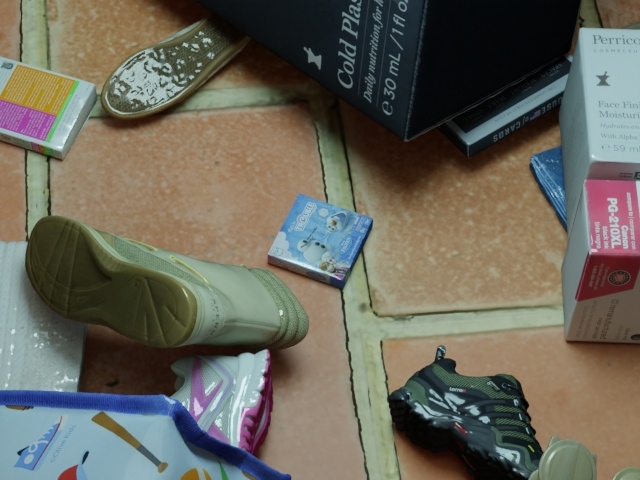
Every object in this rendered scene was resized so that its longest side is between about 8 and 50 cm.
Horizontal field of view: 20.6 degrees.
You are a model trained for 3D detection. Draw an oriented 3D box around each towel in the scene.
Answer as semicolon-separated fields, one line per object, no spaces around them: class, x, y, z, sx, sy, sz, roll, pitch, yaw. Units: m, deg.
towel;0.286;-0.056;1.963;0.067;0.029;0.119;-19;58;-15
towel;-0.337;0.112;1.818;0.187;0.049;0.282;2;55;-2

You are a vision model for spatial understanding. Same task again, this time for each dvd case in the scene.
dvd case;0.172;-0.212;2.042;0.179;0.029;0.239;-31;53;-17

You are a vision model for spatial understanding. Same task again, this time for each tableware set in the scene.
tableware set;0.266;0.273;1.693;0.168;0.020;0.141;19;75;-21

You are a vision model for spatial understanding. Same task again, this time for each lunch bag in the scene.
lunch bag;-0.269;0.305;1.542;0.385;0.239;0.328;0;60;37

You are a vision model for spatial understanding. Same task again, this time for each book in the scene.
book;-0.341;-0.154;2.010;0.144;0.035;0.096;18;60;11

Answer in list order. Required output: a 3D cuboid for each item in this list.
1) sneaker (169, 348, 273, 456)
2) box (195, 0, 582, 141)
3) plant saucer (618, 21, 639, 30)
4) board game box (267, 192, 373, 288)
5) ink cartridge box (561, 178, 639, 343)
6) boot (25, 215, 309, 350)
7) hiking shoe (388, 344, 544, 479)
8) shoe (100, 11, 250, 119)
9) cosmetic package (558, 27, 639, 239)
sneaker;-0.118;0.215;1.710;0.111;0.103;0.252;6;49;7
box;0.046;-0.450;1.894;0.297;0.480;0.472;-29;52;-34
plant saucer;0.423;-0.141;2.020;0.278;0.041;0.278;1;56;-2
board game box;0.000;0.000;1.921;0.090;0.020;0.090;18;57;12
ink cartridge box;0.381;0.026;1.823;0.237;0.172;0.100;2;56;-1
boot;-0.159;0.047;1.806;0.262;0.203;0.095;19;98;39
hiking shoe;0.185;0.187;1.760;0.227;0.086;0.114;33;61;17
shoe;-0.161;-0.202;2.039;0.219;0.058;0.076;-35;83;-19
cosmetic package;0.344;-0.111;1.881;0.151;0.151;0.184;2;56;-1
